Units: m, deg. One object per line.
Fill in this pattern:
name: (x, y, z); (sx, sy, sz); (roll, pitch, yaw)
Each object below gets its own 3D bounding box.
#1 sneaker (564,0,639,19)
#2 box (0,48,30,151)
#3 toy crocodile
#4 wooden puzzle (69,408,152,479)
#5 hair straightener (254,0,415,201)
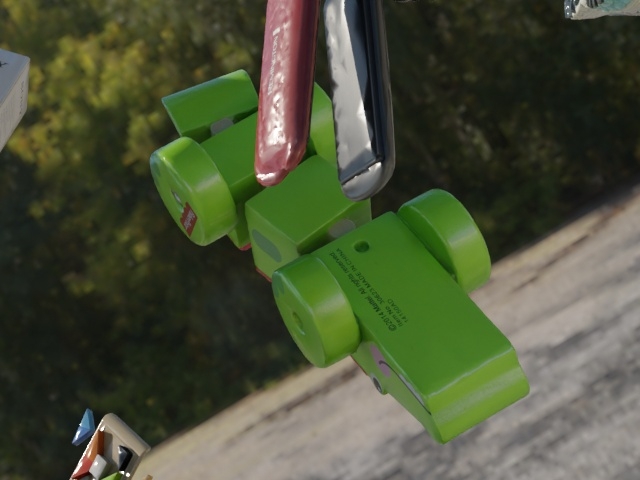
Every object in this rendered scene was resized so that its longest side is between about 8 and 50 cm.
sneaker: (0.269, -0.216, 1.282); (0.122, 0.110, 0.283); (11, 15, 0)
box: (-0.362, -0.055, 1.095); (0.322, 0.232, 0.058); (-72, -2, -50)
toy crocodile: (0.000, 0.000, 0.972); (0.115, 0.340, 0.105); (-32, -38, -19)
wooden puzzle: (-0.168, 0.177, 1.247); (0.116, 0.014, 0.078); (21, 82, 49)
hair straightener: (0.020, -0.123, 0.692); (0.089, 0.230, 0.047); (12, -27, -25)
